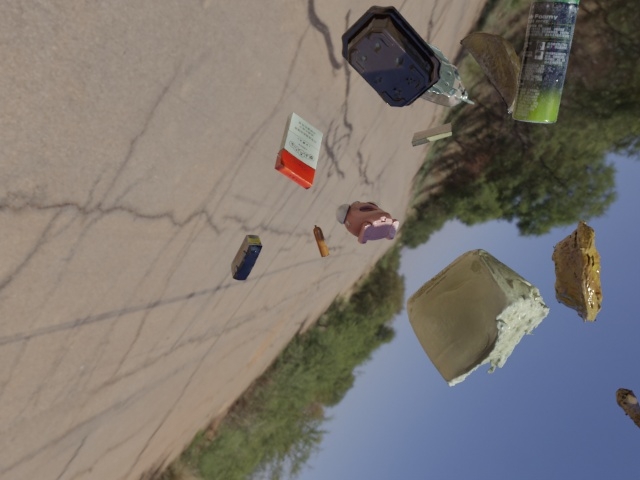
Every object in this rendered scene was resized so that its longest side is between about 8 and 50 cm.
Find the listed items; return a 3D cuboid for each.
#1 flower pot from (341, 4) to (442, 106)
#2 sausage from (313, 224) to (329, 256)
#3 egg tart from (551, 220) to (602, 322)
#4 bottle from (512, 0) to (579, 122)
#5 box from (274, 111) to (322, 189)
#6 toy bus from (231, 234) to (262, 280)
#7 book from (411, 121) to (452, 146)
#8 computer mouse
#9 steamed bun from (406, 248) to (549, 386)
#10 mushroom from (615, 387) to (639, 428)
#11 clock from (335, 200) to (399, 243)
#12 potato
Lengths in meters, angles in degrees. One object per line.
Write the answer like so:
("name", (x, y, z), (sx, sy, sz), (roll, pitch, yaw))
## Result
("flower pot", (0.168, -0.431, 1.379), (0.179, 0.251, 0.084), (-35, -158, 36))
("sausage", (0.000, 0.000, 1.836), (0.031, 0.107, 0.031), (-18, -174, 2))
("egg tart", (0.855, 0.107, 1.889), (0.352, 0.150, 0.352), (17, 70, -61))
("bottle", (0.470, -0.414, 1.165), (0.093, 0.093, 0.330), (-41, 138, -65))
("box", (-0.067, -0.294, 1.836), (0.035, 0.139, 0.245), (-30, -140, 43))
("toy bus", (-0.243, 0.056, 1.845), (0.057, 0.072, 0.172), (4, 139, -30))
("book", (0.449, -0.426, 2.265), (0.160, 0.024, 0.228), (-14, -164, 18))
("computer mouse", (0.437, -0.629, 2.207), (0.115, 0.389, 0.200), (-18, -131, 64))
("steamed bun", (0.346, 0.175, 1.278), (0.290, 0.273, 0.272), (-48, 167, 11))
("mushroom", (0.769, 0.448, 1.316), (0.227, 0.217, 0.148), (-40, 171, -49))
("clock", (0.145, -0.072, 1.780), (0.165, 0.162, 0.093), (-9, 126, -33))
("potato", (0.496, -0.472, 1.503), (0.120, 0.261, 0.100), (-14, 157, -35))
